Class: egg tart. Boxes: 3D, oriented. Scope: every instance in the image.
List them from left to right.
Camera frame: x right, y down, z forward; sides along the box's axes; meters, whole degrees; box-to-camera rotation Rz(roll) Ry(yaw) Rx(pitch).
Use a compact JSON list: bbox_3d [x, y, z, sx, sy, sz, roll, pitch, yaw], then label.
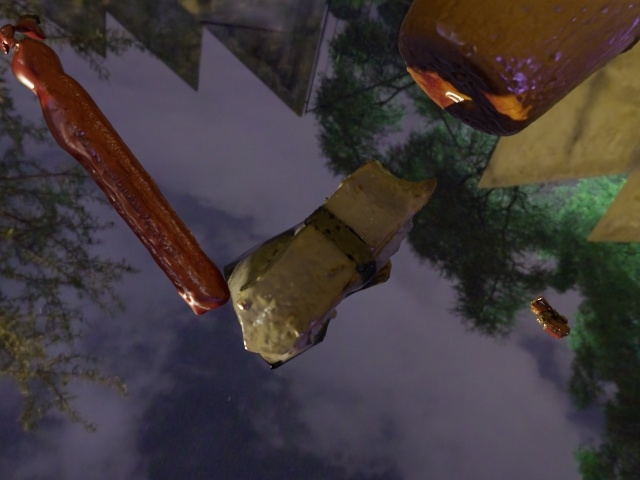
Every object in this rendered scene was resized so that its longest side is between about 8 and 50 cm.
[{"bbox_3d":[0.171,-0.195,0.470,0.202,0.147,0.202,40,-178,-2],"label":"egg tart"}]

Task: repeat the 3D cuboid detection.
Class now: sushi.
[{"bbox_3d":[0.019,0.008,0.518,0.134,0.272,0.109,55,180,11],"label":"sushi"}]

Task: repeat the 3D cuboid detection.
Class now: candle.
[{"bbox_3d":[-0.197,-0.066,0.483,0.329,0.051,0.048,54,-144,-2],"label":"candle"}]

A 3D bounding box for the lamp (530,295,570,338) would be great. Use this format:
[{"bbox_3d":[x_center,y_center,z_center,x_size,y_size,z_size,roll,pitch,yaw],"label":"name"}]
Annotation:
[{"bbox_3d":[0.354,0.121,0.771,0.063,0.031,0.083,33,-157,11],"label":"lamp"}]
